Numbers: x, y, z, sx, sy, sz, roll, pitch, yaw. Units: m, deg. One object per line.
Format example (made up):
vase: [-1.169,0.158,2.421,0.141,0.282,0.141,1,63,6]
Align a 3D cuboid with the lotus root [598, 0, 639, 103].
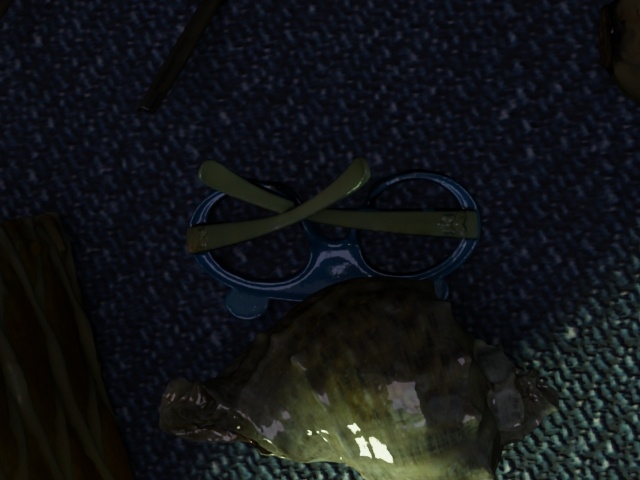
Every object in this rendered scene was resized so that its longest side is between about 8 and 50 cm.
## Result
lotus root: [0.316,-0.145,1.295,0.221,0.125,0.118,6,73,13]

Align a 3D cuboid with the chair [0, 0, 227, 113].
chair: [-0.149,-0.259,1.352,0.188,0.166,0.272,20,55,8]

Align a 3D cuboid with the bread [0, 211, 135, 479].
bread: [-0.315,0.176,1.296,0.279,0.371,0.390,-15,91,9]

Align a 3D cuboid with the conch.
conch: [0.034,0.100,1.313,0.291,0.210,0.158,11,95,4]

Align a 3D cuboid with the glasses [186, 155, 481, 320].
glasses: [0.002,-0.032,1.344,0.239,0.207,0.102,-1,58,8]
